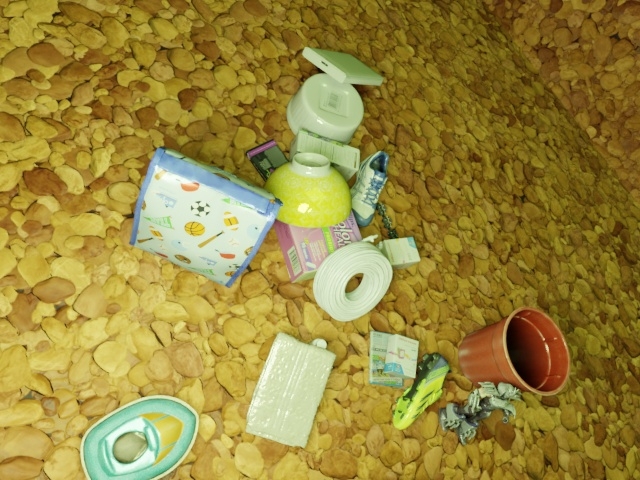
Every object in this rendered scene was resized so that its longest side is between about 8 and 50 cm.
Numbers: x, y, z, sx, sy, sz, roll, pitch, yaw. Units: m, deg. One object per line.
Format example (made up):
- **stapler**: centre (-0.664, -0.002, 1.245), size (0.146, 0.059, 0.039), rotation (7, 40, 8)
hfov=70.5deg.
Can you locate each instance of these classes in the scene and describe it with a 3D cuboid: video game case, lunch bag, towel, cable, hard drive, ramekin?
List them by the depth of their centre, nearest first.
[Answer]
- **lunch bag**: centre (-0.304, -0.074, 1.209), size (0.328, 0.385, 0.239), rotation (23, 62, -13)
- **towel**: centre (-0.083, 0.419, 1.267), size (0.187, 0.049, 0.282), rotation (23, 78, -12)
- **cable**: centre (0.103, 0.129, 1.402), size (0.257, 0.257, 0.089), rotation (-17, 33, -25)
- **video game case**: centre (0.214, 0.385, 1.473), size (0.119, 0.015, 0.166), rotation (13, 64, -20)
- **ramekin**: centre (0.025, -0.478, 1.672), size (0.277, 0.135, 0.277), rotation (9, 66, -21)
- **hard drive**: centre (0.094, -0.664, 1.738), size (0.203, 0.040, 0.307), rotation (41, 33, 17)

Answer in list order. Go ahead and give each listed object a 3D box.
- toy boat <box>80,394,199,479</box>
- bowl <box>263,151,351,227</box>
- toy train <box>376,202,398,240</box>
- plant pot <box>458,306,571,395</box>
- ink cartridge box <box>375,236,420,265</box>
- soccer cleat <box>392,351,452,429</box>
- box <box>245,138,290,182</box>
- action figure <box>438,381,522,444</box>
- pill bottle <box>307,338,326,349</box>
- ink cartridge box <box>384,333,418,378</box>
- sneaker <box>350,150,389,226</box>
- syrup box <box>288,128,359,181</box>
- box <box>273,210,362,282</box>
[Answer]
- **toy boat**: centre (-0.388, 0.529, 1.061), size (0.267, 0.148, 0.318), rotation (-22, 79, -30)
- **bowl**: centre (-0.037, -0.178, 1.398), size (0.290, 0.156, 0.289), rotation (6, 33, -4)
- **toy train**: centre (0.247, -0.070, 1.668), size (0.036, 0.027, 0.158), rotation (-16, 77, -33)
- **plant pot**: centre (0.623, 0.385, 1.514), size (0.272, 0.265, 0.272), rotation (10, 65, -21)
- **ink cartridge box**: centre (0.256, 0.050, 1.586), size (0.143, 0.090, 0.092), rotation (-5, 72, -25)
- **soccer cleat**: centre (0.333, 0.489, 1.442), size (0.121, 0.093, 0.289), rotation (47, 59, -9)
- **box**: centre (-0.166, -0.260, 1.558), size (0.116, 0.029, 0.162), rotation (-33, 84, -30)
- **action figure**: centre (0.498, 0.517, 1.391), size (0.185, 0.285, 0.099), rotation (26, 38, -15)
- **pill bottle**: centre (-0.012, 0.319, 1.356), size (0.043, 0.083, 0.043), rotation (9, 66, -21)
- **ink cartridge box**: centre (0.261, 0.374, 1.460), size (0.089, 0.052, 0.122), rotation (20, 61, -16)
- **sneaker**: centre (0.174, -0.195, 1.627), size (0.112, 0.131, 0.296), rotation (20, 64, -18)
- **syrup box**: centre (0.014, -0.299, 1.617), size (0.237, 0.093, 0.096), rotation (14, 64, -19)
- **box**: centre (0.000, 0.000, 1.474), size (0.243, 0.117, 0.213), rotation (-10, 74, -28)
